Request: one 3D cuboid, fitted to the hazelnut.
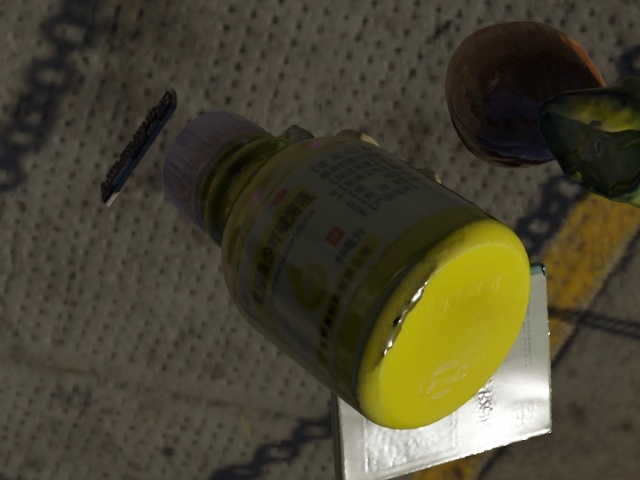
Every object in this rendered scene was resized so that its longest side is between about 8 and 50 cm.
[{"bbox_3d":[0.194,-0.135,1.325,0.150,0.150,0.150,0,132,0],"label":"hazelnut"}]

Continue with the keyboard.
[{"bbox_3d":[-0.228,-0.118,1.762,0.017,0.055,0.166,29,113,-21],"label":"keyboard"}]

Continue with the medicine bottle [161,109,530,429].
[{"bbox_3d":[0.000,0.000,0.768,0.122,0.212,0.122,-27,134,-31],"label":"medicine bottle"}]

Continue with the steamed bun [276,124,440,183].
[{"bbox_3d":[0.035,-0.014,1.927,0.292,0.137,0.295,-10,129,29],"label":"steamed bun"}]

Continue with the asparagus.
[{"bbox_3d":[0.289,-0.066,0.998,0.343,0.085,0.082,1,131,-39],"label":"asparagus"}]

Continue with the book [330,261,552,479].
[{"bbox_3d":[0.135,0.148,1.568,0.282,0.025,0.215,-14,110,-26],"label":"book"}]
